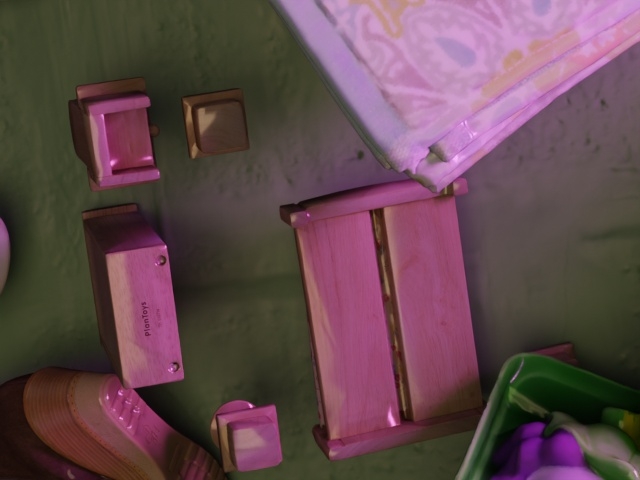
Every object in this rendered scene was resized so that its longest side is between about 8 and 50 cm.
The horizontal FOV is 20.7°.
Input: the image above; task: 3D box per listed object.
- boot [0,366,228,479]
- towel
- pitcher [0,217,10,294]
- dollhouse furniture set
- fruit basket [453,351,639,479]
[{"bbox_3d":[-0.194,0.204,1.449,0.207,0.090,0.248,-13,123,33],"label":"boot"},{"bbox_3d":[0.085,-0.263,1.197,0.320,0.090,0.374,-35,95,6],"label":"towel"},{"bbox_3d":[-0.359,0.028,1.421,0.207,0.125,0.177,8,120,19],"label":"pitcher"},{"bbox_3d":[0.000,0.000,1.378,0.356,0.174,0.303,-10,102,-12],"label":"dollhouse furniture set"},{"bbox_3d":[0.287,0.176,1.216,0.392,0.283,0.392,9,120,16],"label":"fruit basket"}]
